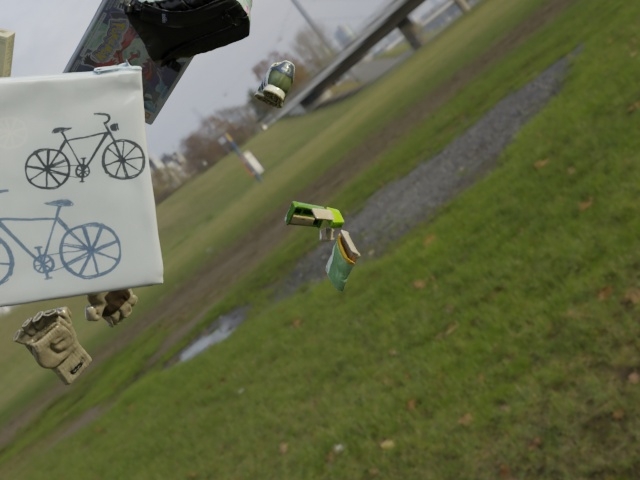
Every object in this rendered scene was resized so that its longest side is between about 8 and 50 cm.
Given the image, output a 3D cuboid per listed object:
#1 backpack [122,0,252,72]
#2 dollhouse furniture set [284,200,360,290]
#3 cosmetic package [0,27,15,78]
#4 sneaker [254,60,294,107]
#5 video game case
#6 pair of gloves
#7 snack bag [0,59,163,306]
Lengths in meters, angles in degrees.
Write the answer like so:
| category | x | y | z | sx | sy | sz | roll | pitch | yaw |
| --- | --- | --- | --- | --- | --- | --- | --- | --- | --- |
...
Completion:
| category | x | y | z | sx | sy | sz | roll | pitch | yaw |
| --- | --- | --- | --- | --- | --- | --- | --- | --- | --- |
| backpack | -0.196 | -0.359 | 1.452 | 0.182 | 0.115 | 0.152 | -11 | -32 | 13 |
| dollhouse furniture set | 0.000 | 0.000 | 1.415 | 0.076 | 0.058 | 0.152 | -64 | 34 | 32 |
| cosmetic package | -0.693 | -0.395 | 2.017 | 0.060 | 0.041 | 0.115 | -89 | 13 | -68 |
| sneaker | -0.089 | -0.335 | 1.984 | 0.086 | 0.064 | 0.192 | -64 | 10 | -2 |
| video game case | -0.332 | -0.319 | 1.643 | 0.201 | 0.183 | 0.023 | -52 | 30 | 25 |
| pair of gloves | -0.460 | 0.144 | 1.792 | 0.240 | 0.042 | 0.204 | -52 | -30 | -16 |
| snack bag | -0.402 | -0.076 | 1.341 | 0.323 | 0.343 | 0.037 | -8 | 14 | -18 |
